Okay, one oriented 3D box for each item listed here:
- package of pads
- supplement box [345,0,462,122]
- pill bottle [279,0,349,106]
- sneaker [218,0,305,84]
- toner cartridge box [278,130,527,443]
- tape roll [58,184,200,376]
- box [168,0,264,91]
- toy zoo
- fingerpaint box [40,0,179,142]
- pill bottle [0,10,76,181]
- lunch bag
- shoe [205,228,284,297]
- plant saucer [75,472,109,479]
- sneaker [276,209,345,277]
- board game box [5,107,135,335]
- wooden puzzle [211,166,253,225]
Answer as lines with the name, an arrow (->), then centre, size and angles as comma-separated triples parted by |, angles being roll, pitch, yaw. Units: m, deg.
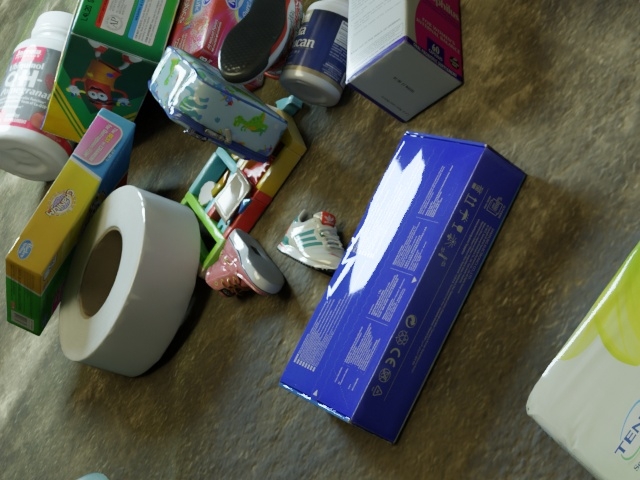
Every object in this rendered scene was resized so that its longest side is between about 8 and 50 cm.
package of pads -> 0.333, 0.095, 1.090 | 0.296, 0.101, 0.229 | -56, 33, 6
supplement box -> 0.111, -0.288, 1.692 | 0.114, 0.111, 0.220 | -32, 42, 36
pill bottle -> 0.011, -0.289, 1.846 | 0.094, 0.094, 0.169 | 1, 66, 54
sneaker -> -0.073, -0.281, 1.894 | 0.090, 0.145, 0.270 | -1, 44, 16
toner cartridge box -> 0.093, 0.047, 1.483 | 0.165, 0.075, 0.348 | 18, 80, 58
tape roll -> -0.297, 0.062, 1.951 | 0.286, 0.100, 0.286 | -37, 43, 44
box -> -0.155, -0.369, 2.107 | 0.122, 0.128, 0.257 | -20, 49, 46
toy zoo -> -0.121, -0.097, 1.934 | 0.293, 0.030, 0.192 | -55, 33, 9
fingerpaint box -> -0.347, -0.436, 2.282 | 0.371, 0.163, 0.445 | 133, 153, -62
pill bottle -> -0.551, -0.294, 2.547 | 0.176, 0.176, 0.318 | -19, 51, 46
lunch bag -> -0.151, -0.198, 1.865 | 0.090, 0.176, 0.219 | -60, 30, 10
shoe -> -0.108, 0.053, 1.771 | 0.081, 0.063, 0.178 | -55, 27, 10
plant saucer -> -0.373, 0.427, 1.857 | 0.195, 0.037, 0.195 | -34, 41, 36
sneaker -> 0.000, 0.000, 1.664 | 0.161, 0.057, 0.075 | 25, 91, 61
board game box -> -0.412, -0.029, 2.087 | 0.242, 0.064, 0.316 | 114, -179, -61
wooden puzzle -> -0.129, -0.066, 1.879 | 0.078, 0.014, 0.116 | -53, 32, 20
